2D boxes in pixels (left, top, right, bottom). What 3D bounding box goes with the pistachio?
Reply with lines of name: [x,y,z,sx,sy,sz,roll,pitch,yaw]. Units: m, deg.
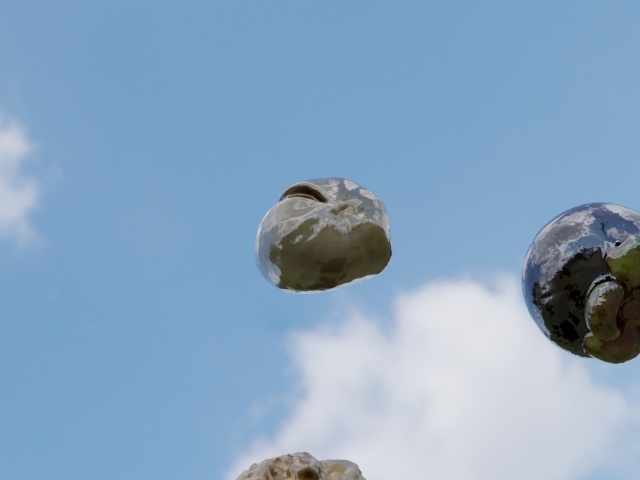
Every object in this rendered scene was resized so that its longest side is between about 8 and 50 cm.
pistachio: [0.000,0.000,1.970,0.124,0.124,0.185,-3,-12,-27]

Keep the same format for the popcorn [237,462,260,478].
popcorn: [-0.048,0.332,2.328,0.162,0.135,0.141,-60,-18,1]

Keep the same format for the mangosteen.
mangosteen: [0.342,0.054,2.315,0.210,0.210,0.210,-15,-34,-11]

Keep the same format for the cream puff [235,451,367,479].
cream puff: [-0.022,0.370,1.797,0.231,0.343,0.327,2,-8,-17]
